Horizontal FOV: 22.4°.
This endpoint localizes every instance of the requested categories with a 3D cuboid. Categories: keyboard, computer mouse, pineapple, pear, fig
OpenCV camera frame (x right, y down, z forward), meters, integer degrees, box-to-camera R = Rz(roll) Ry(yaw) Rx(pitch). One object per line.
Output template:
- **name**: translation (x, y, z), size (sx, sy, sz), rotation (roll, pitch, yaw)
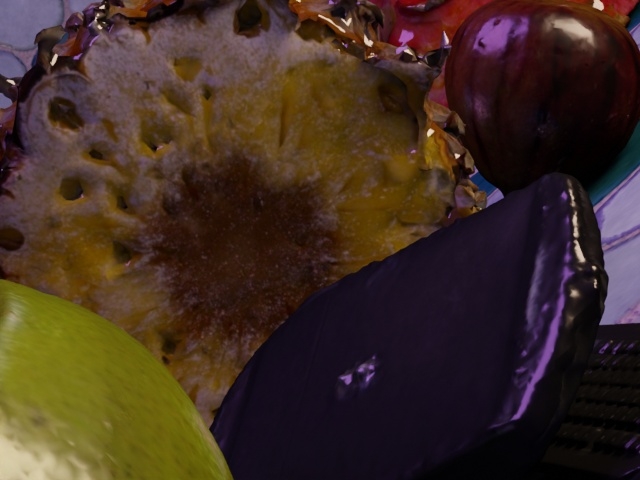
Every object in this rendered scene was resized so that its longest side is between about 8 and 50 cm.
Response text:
- **keyboard**: translation (0.129, 0.072, 0.749), size (0.106, 0.016, 0.262), rotation (-42, 7, -13)
- **computer mouse**: translation (0.042, 0.088, 0.772), size (0.295, 0.087, 0.168), rotation (-33, 29, 43)
- **pineapple**: translation (-0.052, -0.007, 1.028), size (0.352, 0.352, 0.300), rotation (-40, 3, 4)
- **pear**: translation (-0.111, 0.179, 0.616), size (0.286, 0.176, 0.282), rotation (-64, 15, -4)
- **fig**: translation (0.165, -0.096, 1.188), size (0.149, 0.148, 0.202), rotation (82, -171, -68)

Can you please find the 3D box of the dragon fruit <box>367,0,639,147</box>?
- **dragon fruit**: translation (0.181, -0.271, 1.833), size (0.386, 0.249, 0.371), rotation (-44, 12, -8)
